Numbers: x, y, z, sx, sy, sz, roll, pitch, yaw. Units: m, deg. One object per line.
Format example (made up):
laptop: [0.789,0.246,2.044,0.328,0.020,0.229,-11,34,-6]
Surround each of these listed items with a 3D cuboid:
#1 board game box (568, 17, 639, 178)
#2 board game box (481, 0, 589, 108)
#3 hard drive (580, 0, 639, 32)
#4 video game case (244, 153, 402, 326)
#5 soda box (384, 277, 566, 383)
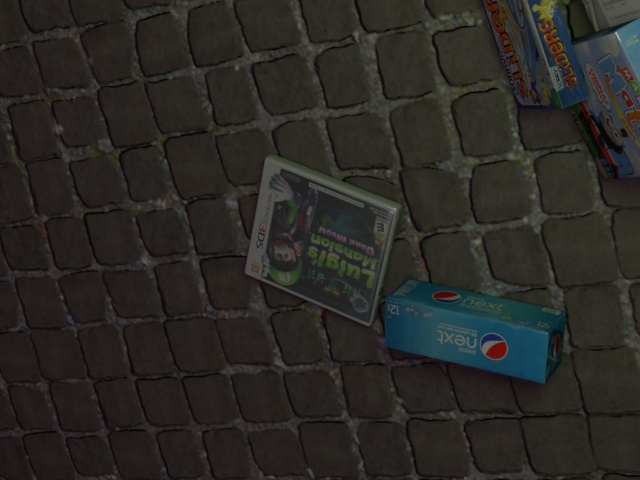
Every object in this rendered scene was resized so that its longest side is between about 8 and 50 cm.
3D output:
board game box: [0.316,-0.143,1.541,0.039,0.211,0.160,-28,96,-10]
board game box: [0.219,-0.242,1.587,0.035,0.136,0.201,-22,99,-10]
hard drive: [0.329,-0.256,1.468,0.064,0.237,0.339,-27,97,-10]
video game case: [0.000,0.000,1.868,0.190,0.022,0.173,22,119,20]
soda box: [0.185,0.108,1.782,0.210,0.067,0.071,12,115,25]
